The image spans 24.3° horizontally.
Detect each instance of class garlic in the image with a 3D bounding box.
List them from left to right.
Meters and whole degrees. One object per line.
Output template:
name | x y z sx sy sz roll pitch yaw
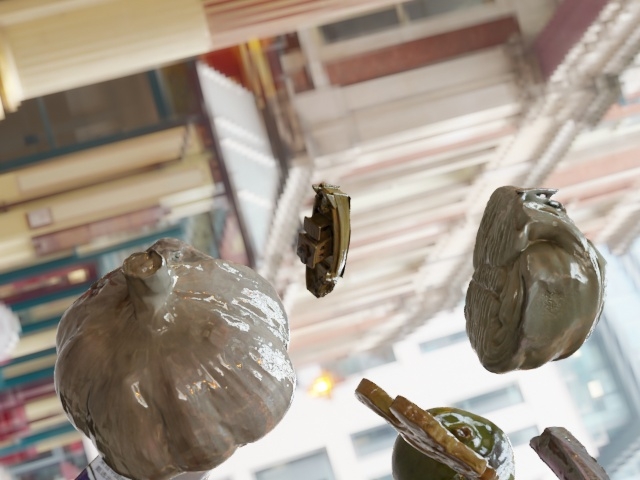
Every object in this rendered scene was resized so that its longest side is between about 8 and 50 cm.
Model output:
garlic | -0.131 0.070 1.232 0.212 0.218 0.219 76 -9 -49

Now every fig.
fig | 0.201 0.376 2.308 0.225 0.203 0.203 100 -27 -42

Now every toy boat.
toy boat | 0.000 0.000 2.184 0.064 0.072 0.206 40 -37 35

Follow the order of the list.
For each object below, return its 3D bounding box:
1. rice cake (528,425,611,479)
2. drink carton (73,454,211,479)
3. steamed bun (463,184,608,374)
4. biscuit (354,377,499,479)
rice cake | 0.318 0.291 1.797 0.049 0.055 0.270 -63 -160 11
drink carton | -0.204 0.284 1.425 0.102 0.222 0.134 33 -46 11
steamed bun | 0.249 0.047 1.668 0.218 0.144 0.211 -147 -112 -84
biscuit | 0.137 0.244 1.831 0.236 0.040 0.144 44 -8 -37
